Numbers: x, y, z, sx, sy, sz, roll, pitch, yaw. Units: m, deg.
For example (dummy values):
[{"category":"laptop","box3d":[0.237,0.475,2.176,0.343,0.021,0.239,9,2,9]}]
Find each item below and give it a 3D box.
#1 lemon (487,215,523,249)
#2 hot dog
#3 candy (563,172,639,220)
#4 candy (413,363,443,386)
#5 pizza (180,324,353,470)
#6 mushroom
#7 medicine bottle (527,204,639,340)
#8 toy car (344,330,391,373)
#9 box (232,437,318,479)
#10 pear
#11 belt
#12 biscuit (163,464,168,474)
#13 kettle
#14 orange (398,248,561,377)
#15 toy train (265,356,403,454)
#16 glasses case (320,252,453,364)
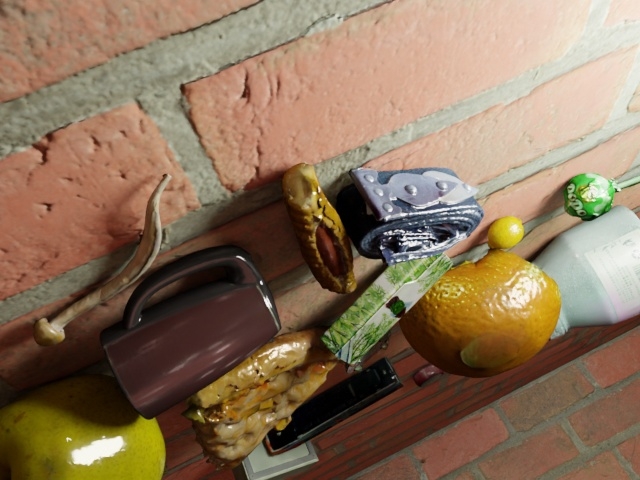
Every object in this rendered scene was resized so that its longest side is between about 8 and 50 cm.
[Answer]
[{"category":"lemon","box3d":[0.367,-0.014,1.058,0.062,0.062,0.083,12,131,-48]},{"category":"hot dog","box3d":[-0.001,-0.001,0.757,0.068,0.083,0.289,-33,147,-5]},{"category":"candy","box3d":[0.616,-0.112,1.120,0.324,0.097,0.097,-15,148,-38]},{"category":"candy","box3d":[0.357,0.445,1.753,0.103,0.043,0.103,-21,148,-14]},{"category":"pizza","box3d":[-0.111,0.295,1.045,0.435,0.080,0.392,-44,149,-3]},{"category":"mushroom","box3d":[-0.253,0.034,0.653,0.306,0.043,0.068,-42,172,19]},{"category":"medicine bottle","box3d":[0.623,0.086,1.249,0.290,0.244,0.245,-28,151,15]},{"category":"toy car","box3d":[0.109,0.258,1.261,0.142,0.055,0.069,-37,152,-13]},{"category":"box","box3d":[-0.136,0.613,1.515,0.225,0.129,0.086,-3,140,-36]},{"category":"pear","box3d":[-0.372,0.344,0.791,0.295,0.294,0.294,-21,149,-13]},{"category":"belt","box3d":[0.137,-0.030,0.778,0.218,0.128,0.122,-9,145,-28]},{"category":"biscuit","box3d":[-0.477,0.588,1.311,0.203,0.016,0.144,-11,145,-26]},{"category":"kettle","box3d":[-0.181,0.116,0.760,0.232,0.144,0.201,-29,119,-12]},{"category":"orange","box3d":[0.341,0.177,1.125,0.335,0.196,0.262,-14,137,5]},{"category":"toy train","box3d":[0.035,0.468,1.483,0.410,0.086,0.089,-32,151,5]},{"category":"glasses case","box3d":[0.127,0.115,0.997,0.272,0.062,0.095,-47,148,4]}]
